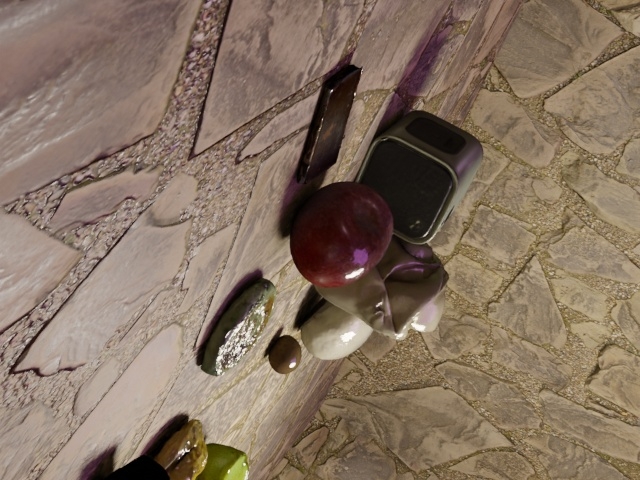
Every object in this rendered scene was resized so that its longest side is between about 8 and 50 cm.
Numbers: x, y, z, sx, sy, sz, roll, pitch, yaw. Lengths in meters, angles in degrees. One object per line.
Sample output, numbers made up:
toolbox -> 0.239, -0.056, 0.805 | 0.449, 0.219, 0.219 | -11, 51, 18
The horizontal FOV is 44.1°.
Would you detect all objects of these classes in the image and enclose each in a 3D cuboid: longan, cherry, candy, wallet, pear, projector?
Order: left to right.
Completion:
pear -> -0.278, 0.590, 1.957 | 0.255, 0.164, 0.238 | -58, 159, -52
longan -> -0.099, 0.317, 2.201 | 0.113, 0.092, 0.113 | -170, -90, -87
wallet -> 0.015, -0.214, 1.473 | 0.122, 0.031, 0.232 | -43, 158, -44
cherry -> 0.029, -0.010, 1.673 | 0.239, 0.206, 0.239 | -36, -160, 15
candy -> 0.067, 0.247, 2.379 | 0.295, 0.185, 0.295 | -40, -177, 2
projector -> 0.256, -0.172, 2.070 | 0.249, 0.248, 0.249 | -44, 160, -55

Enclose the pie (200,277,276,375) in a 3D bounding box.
pie -> -0.168, 0.184, 1.647 | 0.240, 0.054, 0.240 | -54, 166, -21

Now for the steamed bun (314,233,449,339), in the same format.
steamed bun -> 0.194, 0.092, 2.158 | 0.255, 0.367, 0.342 | -56, 175, 18

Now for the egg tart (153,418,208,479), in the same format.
egg tart -> -0.324, 0.515, 1.705 | 0.279, 0.095, 0.279 | -56, 173, -11

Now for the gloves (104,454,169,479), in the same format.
gloves -> -0.361, 0.488, 1.435 | 0.203, 0.124, 0.164 | -41, 153, 17
